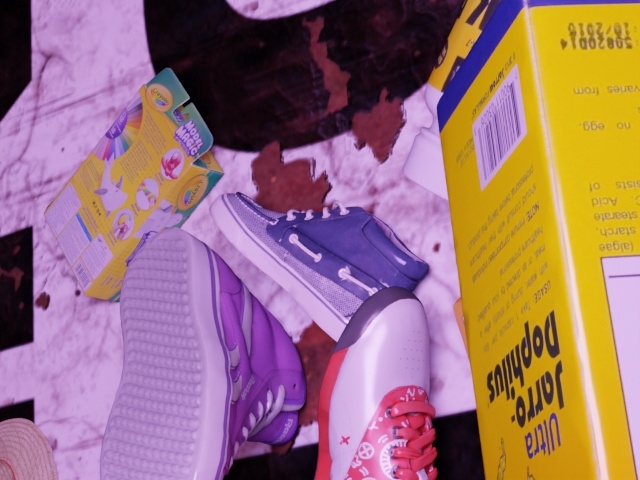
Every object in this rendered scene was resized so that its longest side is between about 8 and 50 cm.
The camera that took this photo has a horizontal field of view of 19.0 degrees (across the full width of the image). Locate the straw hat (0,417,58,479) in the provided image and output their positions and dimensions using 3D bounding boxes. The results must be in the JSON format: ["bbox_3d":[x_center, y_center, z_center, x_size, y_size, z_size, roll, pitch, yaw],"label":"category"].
[{"bbox_3d":[-0.290,0.221,1.635,0.144,0.061,0.144,-12,71,39],"label":"straw hat"}]

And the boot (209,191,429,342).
[{"bbox_3d":[0.000,0.000,1.436,0.190,0.069,0.086,42,101,31],"label":"boot"}]

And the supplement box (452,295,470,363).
[{"bbox_3d":[0.164,0.128,1.242,0.080,0.078,0.233,-33,59,35],"label":"supplement box"}]

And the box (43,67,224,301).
[{"bbox_3d":[-0.151,-0.048,1.592,0.179,0.043,0.105,-50,51,24],"label":"box"}]

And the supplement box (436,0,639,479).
[{"bbox_3d":[0.201,0.042,1.102,0.195,0.194,0.357,120,147,-67],"label":"supplement box"}]

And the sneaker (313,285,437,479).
[{"bbox_3d":[0.060,0.178,1.315,0.145,0.090,0.270,22,98,42],"label":"sneaker"}]

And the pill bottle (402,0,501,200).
[{"bbox_3d":[0.143,-0.120,1.294,0.119,0.119,0.208,31,101,42],"label":"pill bottle"}]

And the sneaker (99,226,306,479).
[{"bbox_3d":[-0.067,0.129,1.377,0.102,0.161,0.282,-28,37,26],"label":"sneaker"}]
